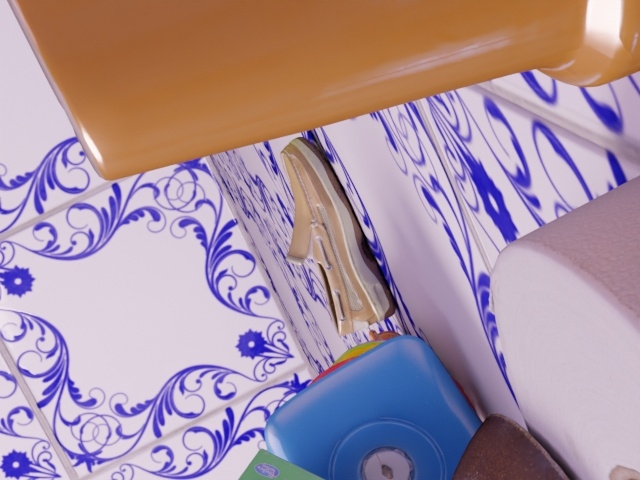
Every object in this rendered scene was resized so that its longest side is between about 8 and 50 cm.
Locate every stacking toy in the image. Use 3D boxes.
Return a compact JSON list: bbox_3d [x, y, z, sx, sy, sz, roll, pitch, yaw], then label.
[{"bbox_3d":[0.057,0.142,1.419,0.175,0.166,0.302,55,-169,-12],"label":"stacking toy"}]

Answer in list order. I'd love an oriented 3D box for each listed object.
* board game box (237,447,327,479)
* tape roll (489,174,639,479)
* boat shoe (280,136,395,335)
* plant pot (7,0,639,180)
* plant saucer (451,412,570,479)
[{"bbox_3d":[0.086,0.294,1.234,0.317,0.046,0.213,23,146,24],"label":"board game box"},{"bbox_3d":[0.183,0.156,0.581,0.392,0.072,0.392,63,175,10],"label":"tape roll"},{"bbox_3d":[0.000,0.000,1.499,0.190,0.072,0.068,64,174,-6],"label":"boat shoe"},{"bbox_3d":[-0.004,-0.114,0.439,0.205,0.188,0.205,62,174,11],"label":"plant pot"},{"bbox_3d":[0.130,0.230,0.752,0.310,0.050,0.310,62,173,14],"label":"plant saucer"}]
